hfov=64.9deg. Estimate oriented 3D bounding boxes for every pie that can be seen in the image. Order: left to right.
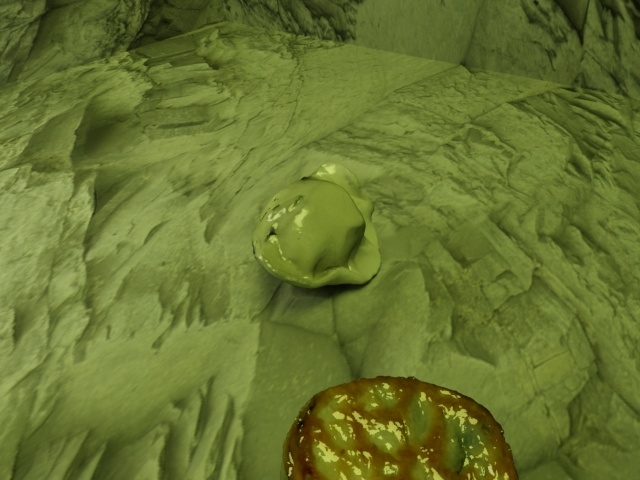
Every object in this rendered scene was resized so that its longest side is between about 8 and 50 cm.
[{"bbox_3d":[0.106,0.290,0.601,0.315,0.092,0.315,3,36,-2],"label":"pie"}]

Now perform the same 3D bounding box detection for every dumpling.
[{"bbox_3d":[0.000,0.000,0.961,0.243,0.187,0.318,39,48,-13],"label":"dumpling"}]
